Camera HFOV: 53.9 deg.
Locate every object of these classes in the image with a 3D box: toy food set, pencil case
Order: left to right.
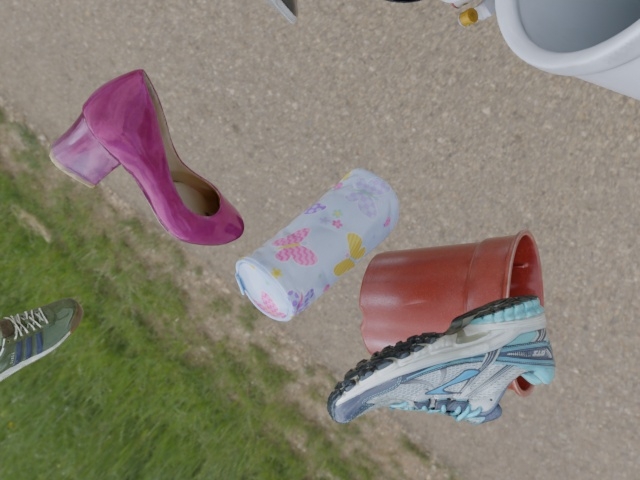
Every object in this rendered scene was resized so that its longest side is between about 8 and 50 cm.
[{"bbox_3d":[0.000,0.000,0.949,0.124,0.273,0.114,30,145,29],"label":"pencil case"},{"bbox_3d":[0.412,-0.651,1.682,0.111,0.232,0.104,49,157,-18],"label":"toy food set"}]

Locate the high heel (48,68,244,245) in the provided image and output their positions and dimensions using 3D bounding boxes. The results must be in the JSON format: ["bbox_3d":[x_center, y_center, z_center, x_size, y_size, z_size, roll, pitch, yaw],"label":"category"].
[{"bbox_3d":[-0.131,-0.073,0.623,0.117,0.082,0.244,-34,139,20],"label":"high heel"}]

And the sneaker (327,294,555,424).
[{"bbox_3d":[0.147,0.162,0.721,0.110,0.282,0.122,127,122,-80],"label":"sneaker"}]

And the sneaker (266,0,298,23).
[{"bbox_3d":[-0.069,-0.574,1.364,0.104,0.296,0.147,39,98,6],"label":"sneaker"}]

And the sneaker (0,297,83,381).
[{"bbox_3d":[-0.455,0.143,0.945,0.064,0.192,0.086,43,160,26],"label":"sneaker"}]

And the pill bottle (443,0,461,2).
[{"bbox_3d":[0.350,-0.586,1.274,0.146,0.264,0.146,51,156,34],"label":"pill bottle"}]

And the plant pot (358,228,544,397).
[{"bbox_3d":[0.226,0.118,1.094,0.264,0.272,0.273,-1,121,31],"label":"plant pot"}]

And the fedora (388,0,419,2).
[{"bbox_3d":[0.140,-0.495,0.878,0.152,0.333,0.334,-123,20,-55],"label":"fedora"}]

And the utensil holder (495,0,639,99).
[{"bbox_3d":[0.453,-0.296,0.709,0.385,0.328,0.328,12,140,-24],"label":"utensil holder"}]
